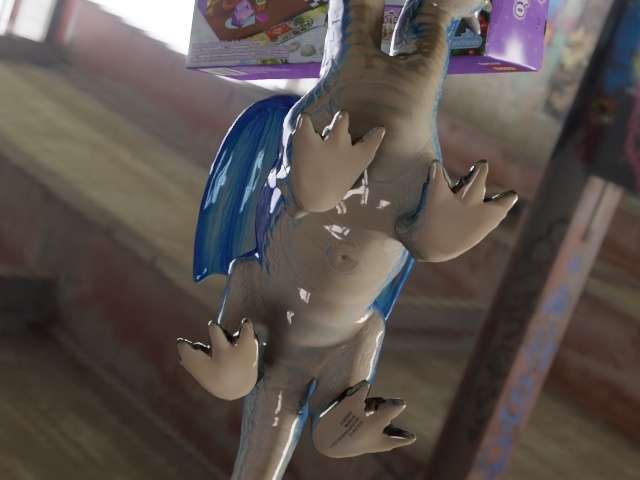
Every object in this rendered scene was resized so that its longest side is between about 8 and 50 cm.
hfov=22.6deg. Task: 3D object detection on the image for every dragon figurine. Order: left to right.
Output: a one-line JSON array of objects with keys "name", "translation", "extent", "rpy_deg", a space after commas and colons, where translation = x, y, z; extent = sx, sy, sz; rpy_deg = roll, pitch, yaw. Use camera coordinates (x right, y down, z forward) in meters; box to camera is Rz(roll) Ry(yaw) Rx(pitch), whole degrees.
[{"name": "dragon figurine", "translation": [0.000, 0.000, 0.572], "extent": [0.085, 0.289, 0.144], "rpy_deg": [18, -159, -8]}]

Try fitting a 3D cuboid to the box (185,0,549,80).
[{"name": "box", "translation": [0.031, -0.210, 1.062], "extent": [0.057, 0.200, 0.293], "rpy_deg": [9, 178, -42]}]
